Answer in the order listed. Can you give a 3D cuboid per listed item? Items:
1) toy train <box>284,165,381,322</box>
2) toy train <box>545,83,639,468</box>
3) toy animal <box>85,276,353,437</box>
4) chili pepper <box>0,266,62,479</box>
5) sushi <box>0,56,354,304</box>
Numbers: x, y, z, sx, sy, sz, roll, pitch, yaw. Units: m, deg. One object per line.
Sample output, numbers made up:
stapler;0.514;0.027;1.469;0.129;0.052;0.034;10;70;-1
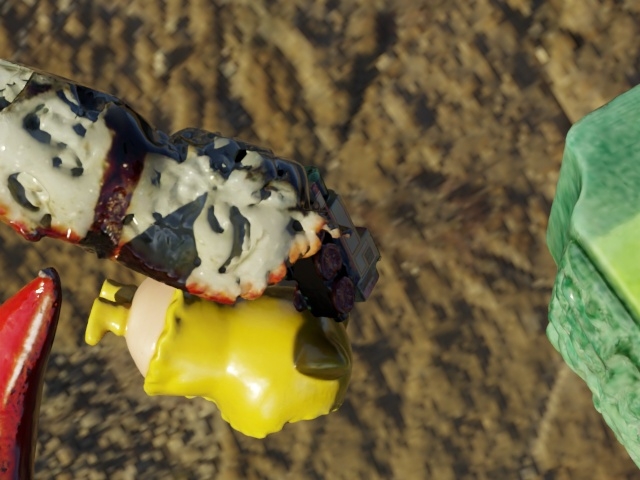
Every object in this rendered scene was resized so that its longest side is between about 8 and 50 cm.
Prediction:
toy train;0.000;0.000;1.582;0.087;0.050;0.138;-60;137;-40
toy train;0.243;0.037;0.874;0.238;0.167;0.299;-29;69;-11
toy animal;-0.084;0.081;1.655;0.230;0.156;0.156;10;67;-2
chili pepper;-0.221;0.207;1.302;0.092;0.137;0.368;-5;90;-44
sushi;-0.145;-0.046;1.408;0.332;0.124;0.130;24;98;-13
